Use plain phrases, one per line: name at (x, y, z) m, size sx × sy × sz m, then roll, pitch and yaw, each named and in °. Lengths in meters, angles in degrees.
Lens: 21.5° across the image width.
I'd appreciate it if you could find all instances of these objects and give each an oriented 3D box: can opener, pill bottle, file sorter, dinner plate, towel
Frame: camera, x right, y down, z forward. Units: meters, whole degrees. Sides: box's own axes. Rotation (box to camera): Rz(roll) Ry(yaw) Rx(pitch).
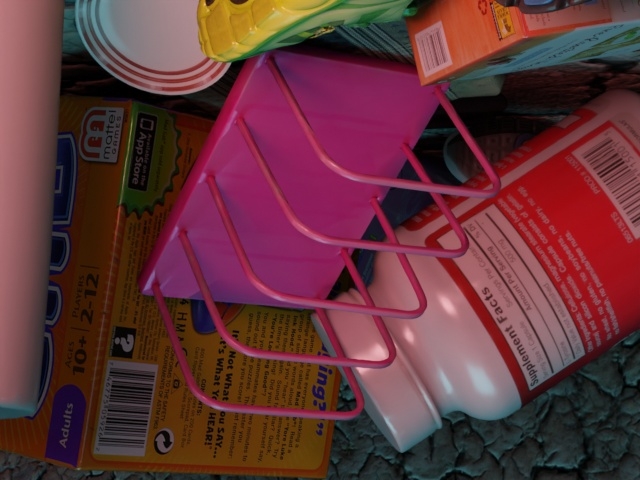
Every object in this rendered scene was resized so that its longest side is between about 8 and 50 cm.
can opener at (0.114, -0.137, 1.748) m, size 0.186 × 0.073 × 0.059 m, roll -4°, pitch 165°, yaw -24°
pill bottle at (0.205, 0.038, 1.742) m, size 0.407 × 0.229 × 0.229 m, roll -33°, pitch 172°, yaw -5°
file sorter at (0.000, 0.000, 1.512) m, size 0.202 × 0.182 × 0.291 m, roll 7°, pitch 128°, yaw -32°
dinner plate at (-0.138, -0.183, 1.424) m, size 0.141 × 0.017 × 0.141 m, roll 7°, pitch 134°, yaw 7°
towel at (-0.017, -0.180, 1.559) m, size 0.312 × 0.056 × 0.324 m, roll -6°, pitch 167°, yaw 21°

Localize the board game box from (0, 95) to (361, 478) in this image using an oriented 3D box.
board game box at (-0.211, 0.049, 1.817) m, size 0.356 × 0.357 × 0.356 m, roll 6°, pitch 176°, yaw 43°

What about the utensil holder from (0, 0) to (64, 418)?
utensil holder at (-0.338, -0.075, 1.161) m, size 0.327 × 0.386 × 0.327 m, roll 0°, pitch 170°, yaw 0°

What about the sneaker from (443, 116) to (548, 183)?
sneaker at (0.246, -0.076, 1.968) m, size 0.297 × 0.111 × 0.129 m, roll 12°, pitch 175°, yaw -40°

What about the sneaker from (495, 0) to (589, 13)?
sneaker at (0.264, -0.237, 1.061) m, size 0.340 × 0.125 × 0.139 m, roll -8°, pitch -166°, yaw 31°

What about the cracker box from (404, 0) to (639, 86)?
cracker box at (0.203, -0.179, 1.288) m, size 0.232 × 0.067 × 0.155 m, roll -12°, pitch 177°, yaw -26°

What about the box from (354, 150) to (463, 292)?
box at (0.151, 0.034, 2.013) m, size 0.117 × 0.214 × 0.243 m, roll 10°, pitch -161°, yaw -43°

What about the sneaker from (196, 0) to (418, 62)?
sneaker at (0.009, -0.191, 1.267) m, size 0.123 × 0.109 × 0.295 m, roll 13°, pitch 164°, yaw -38°
